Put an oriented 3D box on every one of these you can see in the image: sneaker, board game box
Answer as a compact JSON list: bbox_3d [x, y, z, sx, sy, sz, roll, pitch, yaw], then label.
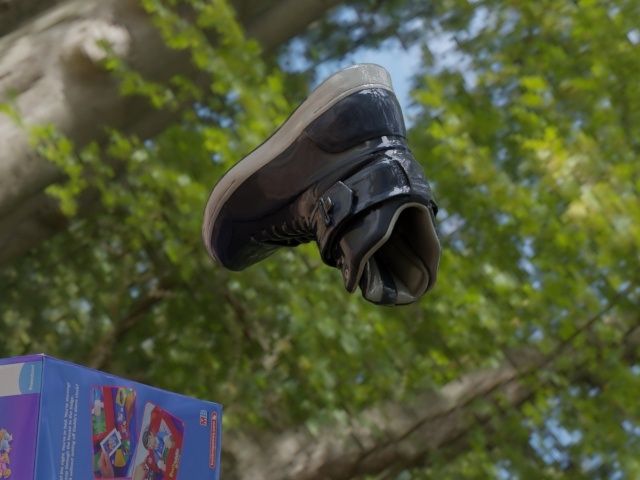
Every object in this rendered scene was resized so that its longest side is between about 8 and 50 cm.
[{"bbox_3d":[-0.001,0.000,1.142,0.226,0.086,0.163,-46,-125,39],"label":"sneaker"},{"bbox_3d":[-0.181,0.282,1.201,0.078,0.233,0.347,-9,-110,31],"label":"board game box"}]
